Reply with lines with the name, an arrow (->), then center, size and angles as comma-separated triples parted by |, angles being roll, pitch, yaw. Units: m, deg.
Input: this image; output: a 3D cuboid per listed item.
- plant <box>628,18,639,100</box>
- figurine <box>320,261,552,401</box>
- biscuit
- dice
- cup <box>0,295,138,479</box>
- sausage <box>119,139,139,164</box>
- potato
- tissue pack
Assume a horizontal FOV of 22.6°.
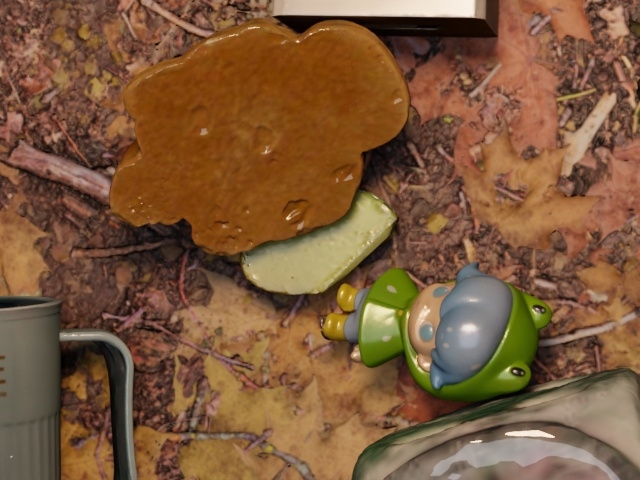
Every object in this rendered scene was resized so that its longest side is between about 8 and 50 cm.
plant -> 0.456, -0.188, 1.757 | 0.215, 0.213, 0.312 | -25, 76, 13
figurine -> 0.134, 0.102, 1.869 | 0.263, 0.143, 0.162 | 8, 56, 29
biscuit -> -0.077, -0.119, 1.856 | 0.375, 0.051, 0.269 | -25, 113, 7
dice -> 0.235, 0.337, 1.742 | 0.327, 0.348, 0.331 | -18, 86, 14
cup -> -0.415, 0.229, 1.959 | 0.256, 0.331, 0.311 | 1, 93, 46
sausage -> -0.092, -0.138, 1.930 | 0.328, 0.112, 0.112 | -31, 84, 11
potato -> 0.000, 0.000, 1.939 | 0.197, 0.054, 0.119 | -30, 80, 6
tissue pack -> 0.081, -0.315, 1.863 | 0.246, 0.159, 0.136 | 3, 90, 13
